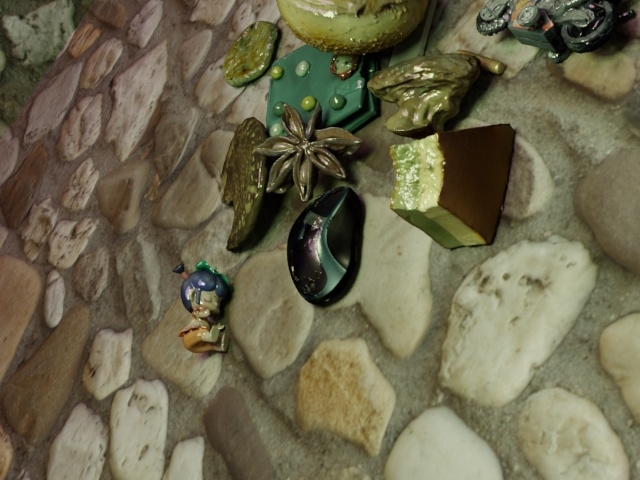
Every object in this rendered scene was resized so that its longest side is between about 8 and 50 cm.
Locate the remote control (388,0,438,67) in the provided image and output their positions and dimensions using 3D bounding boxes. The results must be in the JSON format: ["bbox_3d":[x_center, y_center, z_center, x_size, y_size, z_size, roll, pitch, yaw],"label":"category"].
[{"bbox_3d":[0.186,-0.416,1.981,0.077,0.022,0.244,-11,56,49],"label":"remote control"}]

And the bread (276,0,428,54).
[{"bbox_3d":[0.058,-0.464,1.948,0.306,0.158,0.305,0,43,0],"label":"bread"}]

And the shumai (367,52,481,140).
[{"bbox_3d":[0.185,-0.247,1.771,0.210,0.161,0.152,-8,79,25],"label":"shumai"}]

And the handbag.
[{"bbox_3d":[-0.006,-0.309,2.063,0.274,0.100,0.268,-28,44,36],"label":"handbag"}]

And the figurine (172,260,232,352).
[{"bbox_3d":[-0.237,0.130,2.000,0.102,0.111,0.194,-12,52,21],"label":"figurine"}]

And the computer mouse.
[{"bbox_3d":[0.000,0.000,1.825,0.137,0.096,0.233,-21,50,41],"label":"computer mouse"}]

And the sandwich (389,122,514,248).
[{"bbox_3d":[0.207,-0.122,1.594,0.108,0.186,0.220,-8,58,45],"label":"sandwich"}]

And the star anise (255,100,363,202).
[{"bbox_3d":[-0.033,-0.161,1.926,0.197,0.073,0.212,-48,62,4],"label":"star anise"}]

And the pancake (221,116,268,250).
[{"bbox_3d":[-0.163,-0.118,2.099,0.288,0.033,0.286,-167,85,-70],"label":"pancake"}]

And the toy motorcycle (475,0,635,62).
[{"bbox_3d":[0.387,-0.393,1.654,0.173,0.108,0.307,-55,37,-6],"label":"toy motorcycle"}]

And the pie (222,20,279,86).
[{"bbox_3d":[-0.165,-0.447,2.409,0.187,0.041,0.186,-30,44,33],"label":"pie"}]

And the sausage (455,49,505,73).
[{"bbox_3d":[0.281,-0.320,1.793,0.024,0.024,0.132,-57,36,2],"label":"sausage"}]
